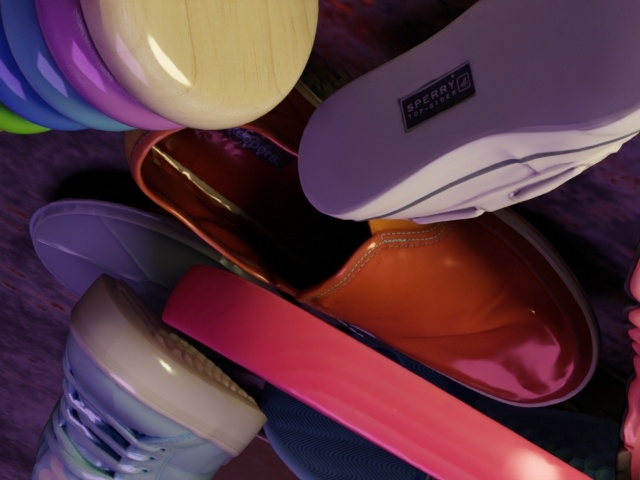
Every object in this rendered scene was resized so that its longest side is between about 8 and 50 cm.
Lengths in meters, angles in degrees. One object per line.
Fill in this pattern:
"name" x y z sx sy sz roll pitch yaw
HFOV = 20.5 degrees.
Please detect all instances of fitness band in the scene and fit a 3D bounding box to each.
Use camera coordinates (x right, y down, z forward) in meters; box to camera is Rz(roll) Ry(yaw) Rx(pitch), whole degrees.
"fitness band" 0.041 0.099 1.037 0.291 0.054 0.209 29 178 -4

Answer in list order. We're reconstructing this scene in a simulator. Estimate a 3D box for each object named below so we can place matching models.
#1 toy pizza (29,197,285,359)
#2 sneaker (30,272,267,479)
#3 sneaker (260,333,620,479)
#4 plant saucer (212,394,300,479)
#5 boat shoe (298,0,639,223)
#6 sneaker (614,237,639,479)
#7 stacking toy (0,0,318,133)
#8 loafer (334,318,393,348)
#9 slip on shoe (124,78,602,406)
"toy pizza" -0.107 0.022 1.236 0.201 0.032 0.201 19 155 9
"sneaker" -0.127 0.136 1.184 0.135 0.150 0.366 40 170 13
"sneaker" 0.118 0.178 1.244 0.319 0.127 0.208 20 164 31
"plant saucer" -0.088 0.185 1.502 0.278 0.041 0.278 19 152 11
"boat shoe" 0.105 -0.071 0.856 0.258 0.095 0.084 -17 159 42
"sneaker" 0.238 0.072 0.964 0.136 0.116 0.314 13 151 17
"stacking toy" -0.162 -0.112 0.926 0.330 0.141 0.141 -5 141 43
"loafer" 0.000 0.000 1.100 0.170 0.062 0.061 29 130 -17
"slip on shoe" 0.022 0.005 1.002 0.331 0.101 0.123 36 124 -19
